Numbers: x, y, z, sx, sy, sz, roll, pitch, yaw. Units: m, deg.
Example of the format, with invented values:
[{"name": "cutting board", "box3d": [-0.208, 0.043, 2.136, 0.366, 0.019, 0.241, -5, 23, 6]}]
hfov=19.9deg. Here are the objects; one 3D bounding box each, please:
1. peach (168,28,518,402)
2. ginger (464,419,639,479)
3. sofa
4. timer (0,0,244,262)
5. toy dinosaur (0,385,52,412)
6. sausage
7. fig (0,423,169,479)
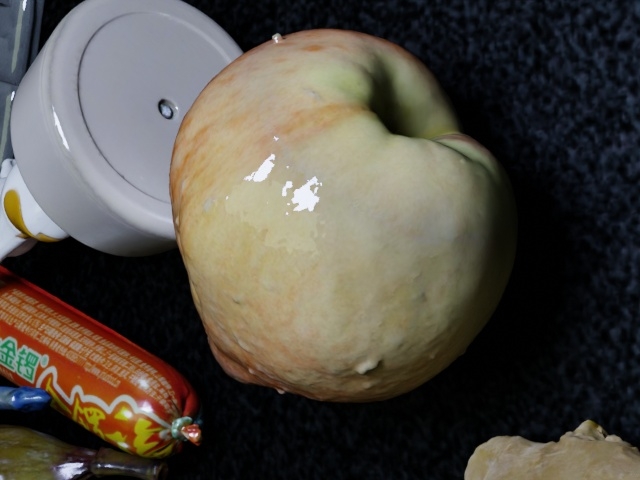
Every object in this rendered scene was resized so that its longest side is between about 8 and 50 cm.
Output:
[{"name": "peach", "box3d": [0.000, 0.000, 1.065, 0.232, 0.232, 0.232, 0, 91, 43]}, {"name": "ginger", "box3d": [0.193, 0.136, 0.974, 0.294, 0.086, 0.131, -28, 63, 31]}, {"name": "sofa", "box3d": [-0.269, -0.127, 1.411, 0.085, 0.060, 0.147, 19, 103, 41]}, {"name": "timer", "box3d": [-0.175, -0.041, 1.267, 0.266, 0.175, 0.175, -29, 71, 47]}, {"name": "toy dinosaur", "box3d": [-0.272, 0.108, 1.367, 0.188, 0.247, 0.075, -8, 93, 3]}, {"name": "sausage", "box3d": [-0.171, 0.091, 1.314, 0.264, 0.083, 0.083, 24, 106, 40]}, {"name": "fig", "box3d": [-0.226, 0.199, 1.335, 0.274, 0.145, 0.170, -24, 75, 27]}]
